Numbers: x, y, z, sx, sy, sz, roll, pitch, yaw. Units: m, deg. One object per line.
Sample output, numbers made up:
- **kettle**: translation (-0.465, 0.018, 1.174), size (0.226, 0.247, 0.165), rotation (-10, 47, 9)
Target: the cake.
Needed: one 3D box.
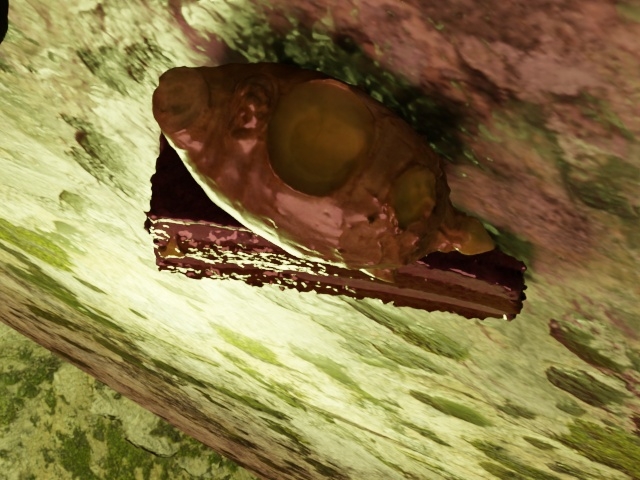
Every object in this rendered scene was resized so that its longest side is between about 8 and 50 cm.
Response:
- **cake**: translation (0.000, 0.000, 0.800), size (0.295, 0.112, 0.116), rotation (21, 164, 7)

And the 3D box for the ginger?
- **ginger**: translation (0.002, -0.039, 0.670), size (0.216, 0.102, 0.157), rotation (27, 169, 4)

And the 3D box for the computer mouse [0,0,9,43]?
- **computer mouse**: translation (-0.281, -0.200, 0.679), size (0.138, 0.086, 0.269), rotation (17, 170, 17)
